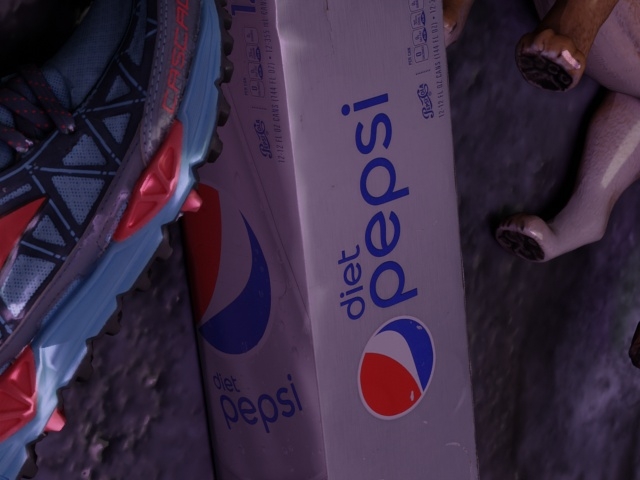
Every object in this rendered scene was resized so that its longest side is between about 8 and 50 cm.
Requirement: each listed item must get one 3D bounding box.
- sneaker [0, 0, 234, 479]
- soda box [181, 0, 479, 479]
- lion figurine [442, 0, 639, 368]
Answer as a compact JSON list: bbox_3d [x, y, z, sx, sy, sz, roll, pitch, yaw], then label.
[{"bbox_3d":[-0.129,-0.008,0.630,0.125,0.104,0.262,29,89,-26],"label":"sneaker"},{"bbox_3d":[0.000,0.000,0.759,0.098,0.091,0.286,-21,113,-37],"label":"soda box"},{"bbox_3d":[0.165,-0.124,0.862,0.240,0.142,0.392,-59,144,-25],"label":"lion figurine"}]
